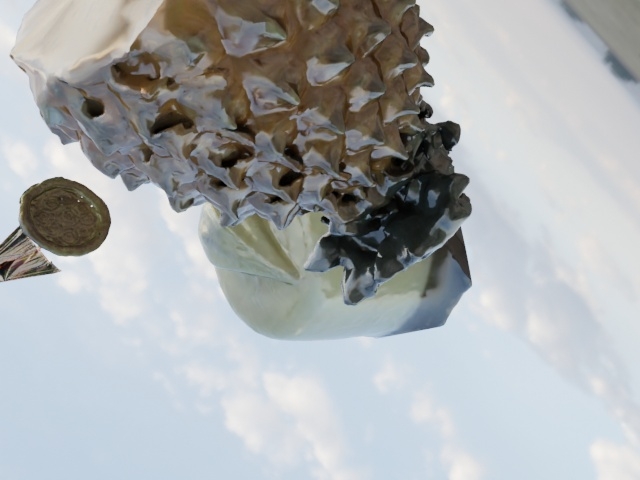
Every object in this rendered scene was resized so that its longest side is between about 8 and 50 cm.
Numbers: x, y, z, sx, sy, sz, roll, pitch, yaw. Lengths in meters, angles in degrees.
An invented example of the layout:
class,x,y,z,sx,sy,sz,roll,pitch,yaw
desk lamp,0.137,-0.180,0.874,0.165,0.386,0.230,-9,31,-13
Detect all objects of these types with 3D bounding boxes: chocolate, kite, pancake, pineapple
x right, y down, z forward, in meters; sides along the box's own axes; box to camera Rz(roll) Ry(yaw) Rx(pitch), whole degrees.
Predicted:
class,x,y,z,sx,sy,sz,roll,pitch,yaw
chocolate,0.000,0.000,1.530,0.297,0.326,0.314,-7,-94,-50
kite,-0.361,0.018,1.304,0.190,0.159,0.010,30,143,54
pancake,-0.300,-0.029,1.266,0.115,0.011,0.115,18,-130,-23
pineapple,-0.002,-0.078,0.696,0.357,0.223,0.223,40,-162,-42
